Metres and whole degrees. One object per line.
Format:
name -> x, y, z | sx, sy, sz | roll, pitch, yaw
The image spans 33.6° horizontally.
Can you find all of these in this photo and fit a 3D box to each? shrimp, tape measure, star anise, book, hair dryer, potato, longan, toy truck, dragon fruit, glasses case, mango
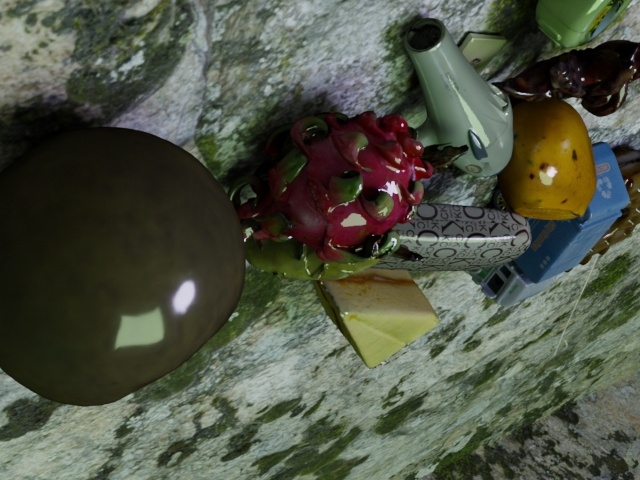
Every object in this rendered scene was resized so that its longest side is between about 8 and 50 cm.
shrimp -> 0.130, -0.048, 1.442 | 0.195, 0.148, 0.035 | -20, 173, 27
tape measure -> 0.363, -0.341, 1.410 | 0.175, 0.106, 0.200 | -25, 160, -52
star anise -> 0.375, -0.224, 1.505 | 0.271, 0.103, 0.272 | -13, -172, 2
book -> 0.205, -0.247, 1.492 | 0.077, 0.014, 0.111 | -8, 146, -43
hair dryer -> 0.123, -0.174, 1.437 | 0.298, 0.119, 0.296 | -12, 144, -4
potato -> 0.000, 0.000, 1.532 | 0.225, 0.117, 0.090 | -10, 164, 4
longan -> -0.228, 0.026, 1.145 | 0.318, 0.319, 0.319 | -27, 154, -14
toy truck -> 0.402, -0.030, 1.928 | 0.146, 0.175, 0.367 | -18, 152, -34
dragon fruit -> 0.006, -0.073, 1.386 | 0.218, 0.272, 0.198 | 56, 49, -53
glasses case -> 0.163, -0.004, 1.680 | 0.354, 0.085, 0.137 | 3, 155, -17
mango -> 0.347, -0.129, 1.652 | 0.159, 0.191, 0.290 | -2, 179, 15

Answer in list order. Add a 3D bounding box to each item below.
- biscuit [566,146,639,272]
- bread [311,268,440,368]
biscuit -> 0.547, -0.056, 2.133 | 0.332, 0.103, 0.332 | -28, 155, -14
bread -> 0.085, 0.077, 1.750 | 0.163, 0.168, 0.264 | -33, 154, -4
